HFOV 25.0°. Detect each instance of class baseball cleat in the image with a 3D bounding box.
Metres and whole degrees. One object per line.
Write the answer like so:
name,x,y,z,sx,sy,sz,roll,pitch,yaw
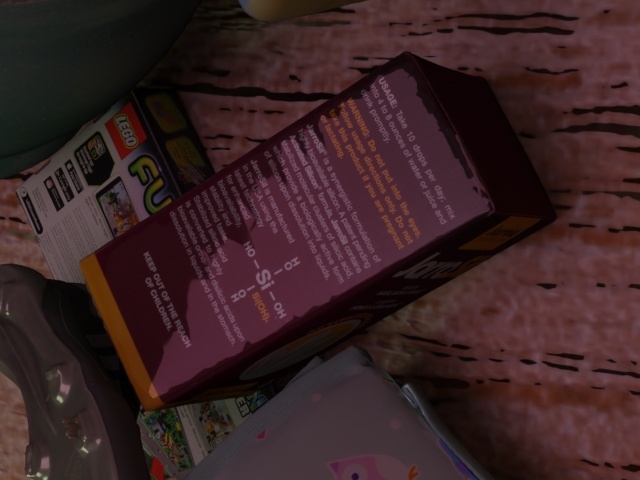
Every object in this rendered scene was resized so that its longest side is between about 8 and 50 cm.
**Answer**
baseball cleat,-0.102,0.073,0.707,0.206,0.109,0.072,52,125,47

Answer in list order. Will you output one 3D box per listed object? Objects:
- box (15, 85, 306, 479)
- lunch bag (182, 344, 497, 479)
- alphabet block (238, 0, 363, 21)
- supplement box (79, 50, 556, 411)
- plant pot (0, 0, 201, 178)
box,-0.086,0.032,0.794,0.114,0.036,0.207,-35,74,33
lunch bag,0.009,0.210,0.667,0.223,0.160,0.262,46,111,24
alphabet block,0.048,-0.220,0.535,0.192,0.193,0.197,67,158,11
supplement box,0.000,0.000,0.664,0.188,0.104,0.081,-31,77,21
plant pot,-0.191,-0.153,0.732,0.293,0.293,0.196,50,147,22
